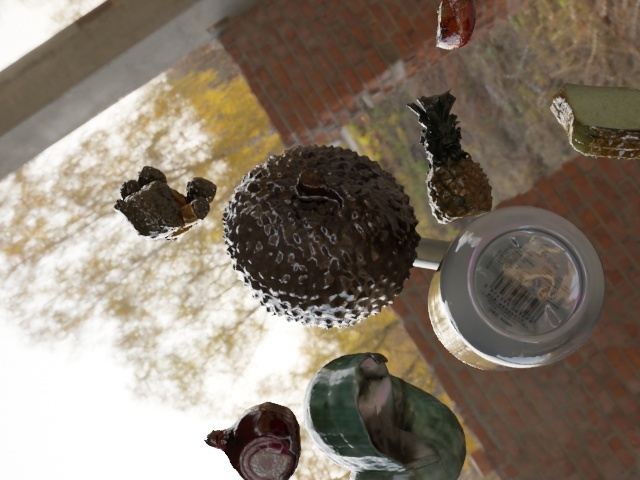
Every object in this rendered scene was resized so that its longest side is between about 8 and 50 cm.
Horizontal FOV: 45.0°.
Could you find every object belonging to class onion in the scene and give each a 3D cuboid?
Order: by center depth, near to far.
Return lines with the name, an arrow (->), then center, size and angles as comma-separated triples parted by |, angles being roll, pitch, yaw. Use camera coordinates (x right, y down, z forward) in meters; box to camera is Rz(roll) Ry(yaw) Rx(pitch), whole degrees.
onion -> -0.134, 0.402, 1.572 | 0.198, 0.173, 0.135 | 15, -166, 0

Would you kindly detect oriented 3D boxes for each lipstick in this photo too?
lipstick -> 0.320, 0.041, 1.768 | 0.079, 0.253, 0.077 | 74, -155, -70

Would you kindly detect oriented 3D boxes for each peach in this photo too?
peach -> 0.325, -0.532, 1.838 | 0.172, 0.093, 0.127 | 94, -175, -60

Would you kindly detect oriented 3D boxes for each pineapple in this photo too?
pineapple -> 0.244, -0.159, 1.468 | 0.128, 0.128, 0.247 | -31, -75, -87

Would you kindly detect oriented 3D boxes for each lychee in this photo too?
lychee -> -0.002, -0.006, 1.176 | 0.300, 0.300, 0.300 | 57, -177, -5

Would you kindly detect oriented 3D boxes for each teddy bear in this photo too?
teddy bear -> -0.300, -0.059, 1.452 | 0.177, 0.140, 0.190 | 15, -169, 10

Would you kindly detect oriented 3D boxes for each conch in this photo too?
conch -> 0.084, 0.249, 0.971 | 0.220, 0.196, 0.277 | -96, -4, -74

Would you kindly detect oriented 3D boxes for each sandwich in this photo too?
sandwich -> 0.663, -0.273, 1.776 | 0.251, 0.226, 0.087 | -90, 6, -56

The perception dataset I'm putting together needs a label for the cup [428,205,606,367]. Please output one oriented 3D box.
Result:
cup -> 0.259, 0.074, 1.062 | 0.212, 0.212, 0.317 | 58, -179, 11
